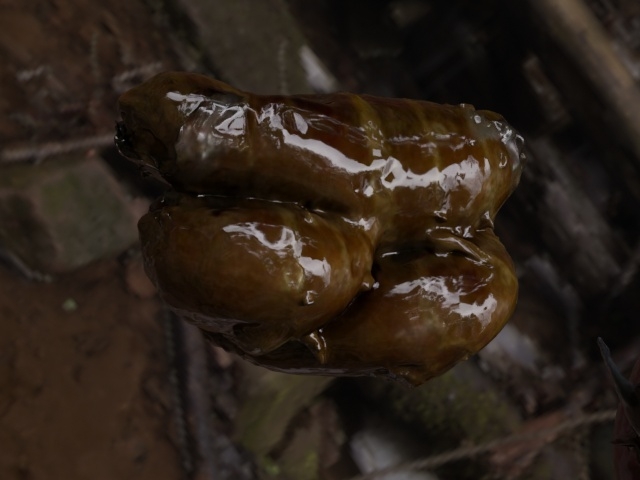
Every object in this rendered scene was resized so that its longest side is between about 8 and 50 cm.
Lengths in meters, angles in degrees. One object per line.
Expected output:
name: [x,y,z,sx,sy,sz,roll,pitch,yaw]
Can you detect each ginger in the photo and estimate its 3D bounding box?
ginger: [0.000,0.000,0.541,0.162,0.073,0.103,5,76,-33]

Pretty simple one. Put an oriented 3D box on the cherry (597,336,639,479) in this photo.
cherry: [0.282,0.124,0.988,0.266,0.213,0.183,15,83,2]
